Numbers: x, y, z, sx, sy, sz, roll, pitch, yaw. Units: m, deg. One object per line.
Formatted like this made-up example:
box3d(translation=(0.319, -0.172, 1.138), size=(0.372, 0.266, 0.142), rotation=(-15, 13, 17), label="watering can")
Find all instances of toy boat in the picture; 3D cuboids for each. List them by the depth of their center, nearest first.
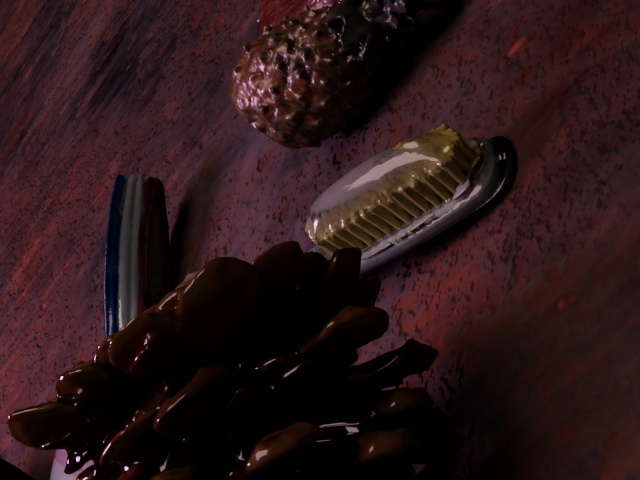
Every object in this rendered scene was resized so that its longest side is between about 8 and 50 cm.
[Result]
box3d(translation=(-0.173, 0.041, 1.189), size=(0.046, 0.080, 0.229), rotation=(-15, 58, 21), label="toy boat")

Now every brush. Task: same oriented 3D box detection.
box3d(translation=(0.000, 0.000, 0.873), size=(0.297, 0.060, 0.068), rotation=(-34, 36, 29), label="brush")

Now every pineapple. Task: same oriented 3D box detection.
box3d(translation=(0.018, -0.156, 0.984), size=(0.197, 0.108, 0.108), rotation=(-37, 37, 32), label="pineapple")

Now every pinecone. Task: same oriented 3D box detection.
box3d(translation=(-0.036, 0.138, 0.686), size=(0.264, 0.264, 0.264), rotation=(-41, 36, 38), label="pinecone")

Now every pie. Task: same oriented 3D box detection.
box3d(translation=(-0.005, -0.235, 1.152), size=(0.153, 0.038, 0.153), rotation=(-38, 37, 37), label="pie")

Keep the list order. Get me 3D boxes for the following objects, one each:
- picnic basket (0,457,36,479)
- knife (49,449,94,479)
box3d(translation=(-0.365, 0.343, 1.204), size=(0.222, 0.129, 0.297), rotation=(-28, 44, 51), label="picnic basket")
box3d(translation=(-0.117, 0.143, 1.025), size=(0.398, 0.038, 0.132), rotation=(-28, 54, 46), label="knife")
